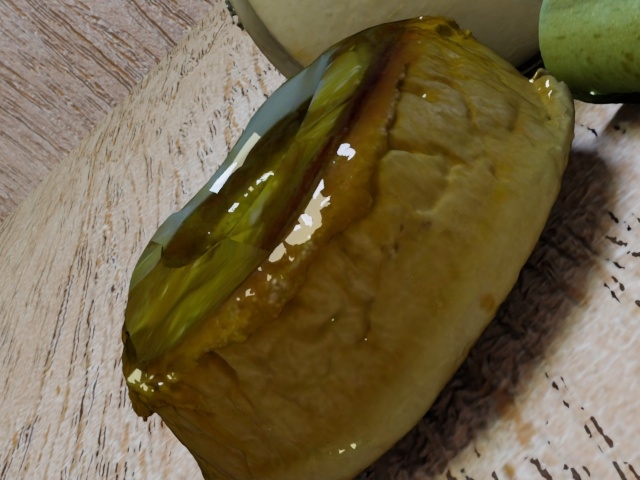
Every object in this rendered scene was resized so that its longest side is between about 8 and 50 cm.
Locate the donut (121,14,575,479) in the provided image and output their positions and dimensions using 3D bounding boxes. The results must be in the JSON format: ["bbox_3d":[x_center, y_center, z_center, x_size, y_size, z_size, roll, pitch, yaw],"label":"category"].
[{"bbox_3d":[0.000,0.000,0.753,0.330,0.160,0.330,-52,8,11],"label":"donut"}]

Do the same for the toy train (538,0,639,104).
[{"bbox_3d":[0.231,-0.146,0.655,0.307,0.126,0.189,-163,83,-72],"label":"toy train"}]

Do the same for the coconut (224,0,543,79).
[{"bbox_3d":[0.084,-0.249,0.927,0.323,0.323,0.323,-42,17,16],"label":"coconut"}]
